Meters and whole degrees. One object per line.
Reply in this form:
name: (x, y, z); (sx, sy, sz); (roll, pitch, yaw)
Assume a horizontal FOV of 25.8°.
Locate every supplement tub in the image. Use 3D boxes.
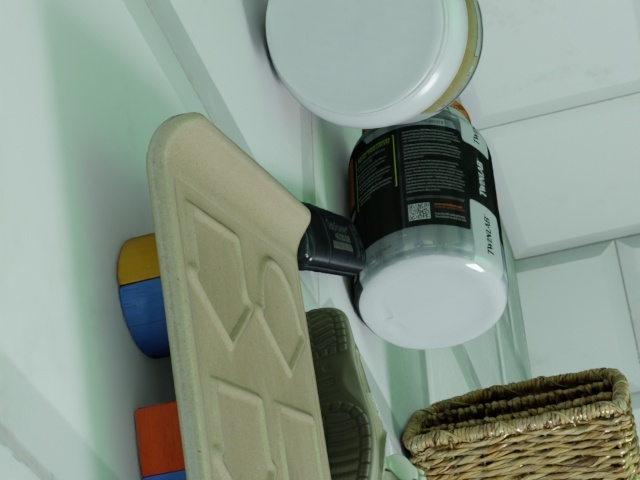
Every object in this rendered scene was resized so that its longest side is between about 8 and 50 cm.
supplement tub: (0.066, -0.245, 1.626); (0.316, 0.228, 0.228); (-27, 104, -77)
supplement tub: (0.133, -0.034, 1.796); (0.193, 0.193, 0.316); (64, 18, -46)

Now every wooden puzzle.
wooden puzzle: (-0.068, 0.113, 1.059); (0.322, 0.080, 0.348); (39, 45, -70)

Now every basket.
basket: (0.274, 0.249, 1.890); (0.213, 0.299, 0.223); (-87, 160, -52)

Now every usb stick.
usb stick: (0.000, 0.000, 1.524); (0.278, 0.045, 0.077); (13, 58, -76)

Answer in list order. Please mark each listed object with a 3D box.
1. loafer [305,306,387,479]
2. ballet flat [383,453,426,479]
loafer: (0.016, 0.181, 1.287); (0.268, 0.102, 0.092); (-91, 157, -44)
ballet flat: (0.069, 0.259, 1.493); (0.221, 0.079, 0.077); (50, 29, -65)
